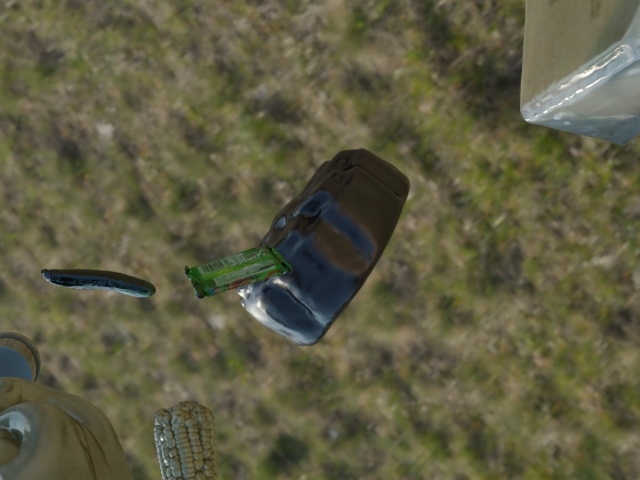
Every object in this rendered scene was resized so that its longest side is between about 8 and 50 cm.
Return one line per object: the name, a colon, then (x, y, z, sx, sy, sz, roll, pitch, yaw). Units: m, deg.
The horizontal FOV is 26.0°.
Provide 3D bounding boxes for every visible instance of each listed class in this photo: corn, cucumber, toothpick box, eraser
corn: (-0.175, 0.325, 1.904, 0.087, 0.087, 0.211, 136, 127, -58)
cucumber: (-0.325, 0.059, 2.035, 0.184, 0.036, 0.033, 6, 136, 19)
toothpick box: (-0.471, 0.195, 2.060, 0.101, 0.101, 0.153, 53, 176, -8)
eraser: (0.187, -0.238, 0.801, 0.078, 0.343, 0.144, 12, 164, -19)

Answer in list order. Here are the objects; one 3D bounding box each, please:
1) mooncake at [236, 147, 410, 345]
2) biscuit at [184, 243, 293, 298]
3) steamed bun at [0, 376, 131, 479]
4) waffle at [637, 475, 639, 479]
mooncake: (0.000, 0.000, 1.898, 0.141, 0.283, 0.283, 34, 149, -8)
biscuit: (-0.073, 0.027, 1.201, 0.046, 0.089, 0.016, -130, 28, -50)
steamed bun: (-0.350, 0.348, 1.509, 0.255, 0.367, 0.342, 44, -175, -25)
waffle: (0.353, 0.333, 1.365, 0.073, 0.297, 0.317, 0, 138, 6)
